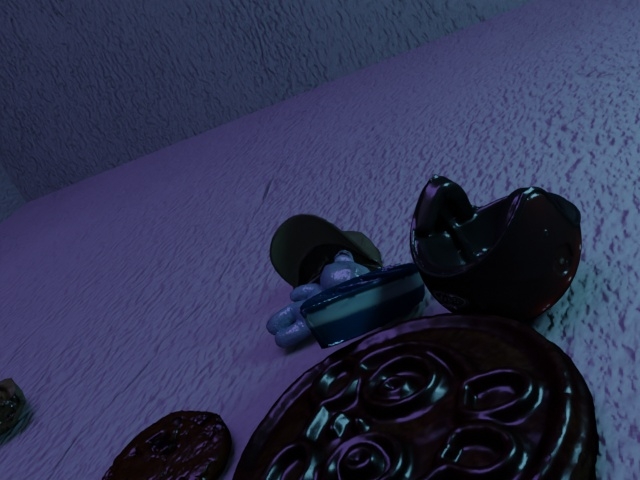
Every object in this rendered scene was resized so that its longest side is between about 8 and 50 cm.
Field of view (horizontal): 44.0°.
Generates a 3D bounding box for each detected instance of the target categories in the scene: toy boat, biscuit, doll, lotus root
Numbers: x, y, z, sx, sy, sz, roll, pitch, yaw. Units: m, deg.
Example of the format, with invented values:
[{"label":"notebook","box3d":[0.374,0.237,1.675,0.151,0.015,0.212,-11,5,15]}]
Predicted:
[{"label":"toy boat","box3d":[0.058,0.083,1.055,0.096,0.062,0.299,-11,3,31]},{"label":"biscuit","box3d":[-0.206,0.295,1.044,0.192,0.049,0.192,-26,24,12]},{"label":"biscuit","box3d":[0.083,0.213,0.827,0.407,0.091,0.407,-23,21,9]},{"label":"doll","box3d":[0.007,0.103,1.219,0.179,0.075,0.120,-38,63,7]},{"label":"lotus root","box3d":[-0.590,0.318,1.428,0.143,0.070,0.144,-35,17,-35]}]

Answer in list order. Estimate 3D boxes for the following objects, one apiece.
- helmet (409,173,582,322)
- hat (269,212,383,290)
[{"label":"helmet","box3d":[0.220,0.009,0.985,0.215,0.193,0.189,-27,22,-28]},{"label":"hat","box3d":[0.000,0.000,1.319,0.166,0.173,0.144,-20,28,15]}]
